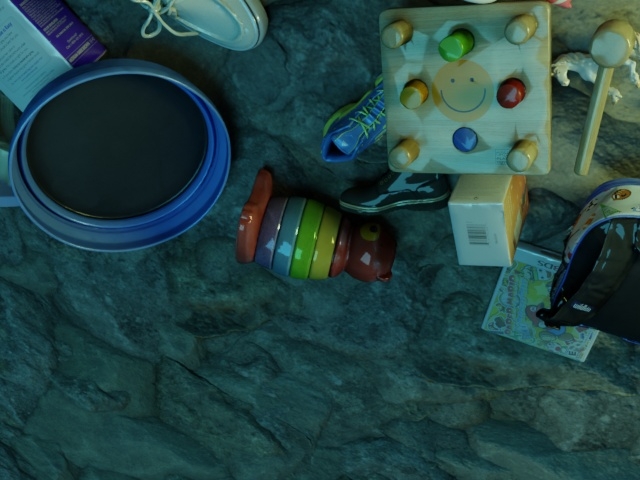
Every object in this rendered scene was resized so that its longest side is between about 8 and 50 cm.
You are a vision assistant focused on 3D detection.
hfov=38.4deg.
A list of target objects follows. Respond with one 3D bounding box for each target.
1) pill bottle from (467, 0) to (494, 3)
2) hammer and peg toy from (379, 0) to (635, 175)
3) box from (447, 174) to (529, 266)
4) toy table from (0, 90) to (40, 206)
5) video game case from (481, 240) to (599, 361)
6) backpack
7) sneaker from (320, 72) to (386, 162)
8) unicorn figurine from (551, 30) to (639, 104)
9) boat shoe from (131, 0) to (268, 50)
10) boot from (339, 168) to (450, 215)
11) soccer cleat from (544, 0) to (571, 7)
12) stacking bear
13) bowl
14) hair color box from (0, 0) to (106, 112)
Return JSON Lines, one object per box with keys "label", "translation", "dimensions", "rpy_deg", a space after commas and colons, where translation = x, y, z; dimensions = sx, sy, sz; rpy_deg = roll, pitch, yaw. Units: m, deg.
{"label": "pill bottle", "translation": [0.235, -0.443, 1.244], "dimensions": [0.121, 0.121, 0.216], "rpy_deg": [25, 134, 2]}
{"label": "hammer and peg toy", "translation": [0.265, -0.213, 1.346], "dimensions": [0.361, 0.127, 0.266], "rpy_deg": [4, 112, 22]}
{"label": "box", "translation": [0.281, -0.059, 1.518], "dimensions": [0.091, 0.170, 0.130], "rpy_deg": [1, 129, 24]}
{"label": "toy table", "translation": [-0.598, -0.179, 1.764], "dimensions": [0.252, 0.274, 0.161], "rpy_deg": [47, 132, 26]}
{"label": "video game case", "translation": [0.425, 0.116, 1.705], "dimensions": [0.206, 0.026, 0.227], "rpy_deg": [18, 133, 9]}
{"label": "backpack", "translation": [0.513, 0.029, 1.468], "dimensions": [0.276, 0.213, 0.263], "rpy_deg": [11, 140, 6]}
{"label": "sneaker", "translation": [0.089, -0.196, 1.516], "dimensions": [0.091, 0.126, 0.240], "rpy_deg": [43, 132, -15]}
{"label": "unicorn figurine", "translation": [0.419, -0.257, 1.372], "dimensions": [0.111, 0.060, 0.162], "rpy_deg": [46, 123, -4]}
{"label": "boat shoe", "translation": [-0.260, -0.407, 1.466], "dimensions": [0.367, 0.156, 0.136], "rpy_deg": [37, 133, -9]}
{"label": "boot", "translation": [0.123, -0.122, 1.611], "dimensions": [0.197, 0.077, 0.137], "rpy_deg": [-6, 122, 11]}
{"label": "soccer cleat", "translation": [0.390, -0.414, 1.244], "dimensions": [0.095, 0.083, 0.248], "rpy_deg": [19, 136, -35]}
{"label": "stacking bear", "translation": [0.000, 0.000, 1.711], "dimensions": [0.288, 0.175, 0.164], "rpy_deg": [14, 131, 2]}
{"label": "bowl", "translation": [-0.358, -0.151, 1.655], "dimensions": [0.390, 0.077, 0.391], "rpy_deg": [-11, 132, -13]}
{"label": "hair color box", "translation": [-0.572, -0.404, 1.642], "dimensions": [0.185, 0.110, 0.339], "rpy_deg": [-25, 117, 39]}
